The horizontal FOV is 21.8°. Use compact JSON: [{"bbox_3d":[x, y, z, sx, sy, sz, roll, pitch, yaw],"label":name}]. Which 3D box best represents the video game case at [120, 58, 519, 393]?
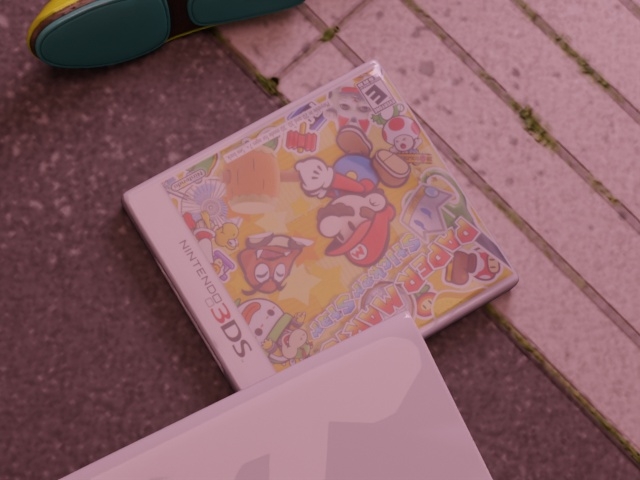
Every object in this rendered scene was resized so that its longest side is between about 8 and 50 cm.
[{"bbox_3d":[0.000,0.000,1.237,0.227,0.026,0.206,-29,78,-14],"label":"video game case"}]

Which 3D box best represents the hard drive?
[{"bbox_3d":[-0.036,0.211,1.147,0.318,0.040,0.210,-25,86,-13],"label":"hard drive"}]

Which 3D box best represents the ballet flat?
[{"bbox_3d":[-0.118,-0.192,1.267,0.231,0.077,0.077,-17,54,-14],"label":"ballet flat"}]
